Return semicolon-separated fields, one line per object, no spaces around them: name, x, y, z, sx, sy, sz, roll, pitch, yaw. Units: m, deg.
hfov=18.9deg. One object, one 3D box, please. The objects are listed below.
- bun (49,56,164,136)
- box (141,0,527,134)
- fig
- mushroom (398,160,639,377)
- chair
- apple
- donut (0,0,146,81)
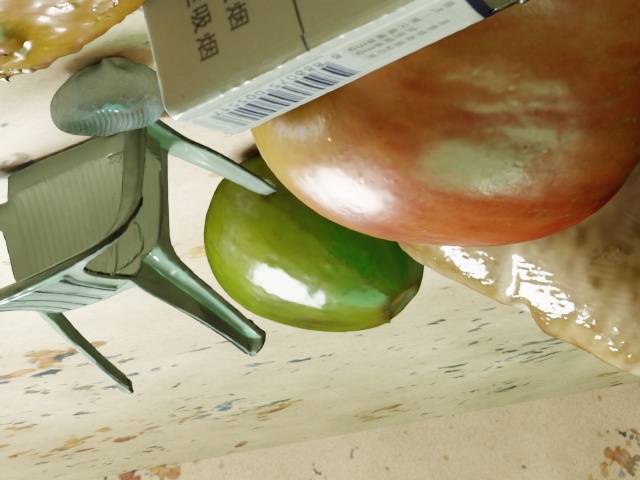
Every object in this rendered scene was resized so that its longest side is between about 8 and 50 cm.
bun;-0.149;-0.101;1.346;0.083;0.045;0.083;-11;166;-3
box;0.021;-0.176;0.974;0.259;0.168;0.071;-21;163;29
fig;0.000;0.000;1.651;0.181;0.191;0.181;-39;152;-25
mushroom;0.286;0.003;1.491;0.397;0.224;0.314;29;-177;30
chair;-0.172;0.009;1.460;0.203;0.190;0.275;-20;150;25
apple;0.080;-0.112;1.152;0.241;0.242;0.242;-5;163;-28
donut;-0.199;-0.161;0.924;0.278;0.108;0.277;-14;167;-3
